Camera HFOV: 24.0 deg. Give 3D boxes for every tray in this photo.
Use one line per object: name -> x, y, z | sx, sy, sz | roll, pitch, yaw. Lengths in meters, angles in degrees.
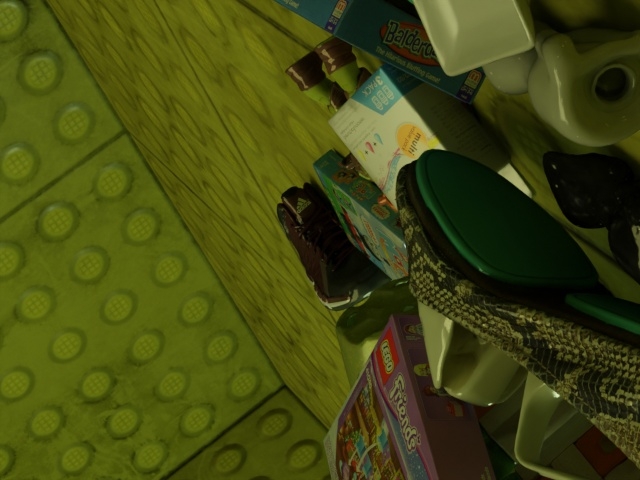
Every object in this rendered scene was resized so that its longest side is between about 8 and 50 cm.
tray -> 0.074, -0.251, 1.049 | 0.270, 0.030, 0.145 | 65, 163, -6

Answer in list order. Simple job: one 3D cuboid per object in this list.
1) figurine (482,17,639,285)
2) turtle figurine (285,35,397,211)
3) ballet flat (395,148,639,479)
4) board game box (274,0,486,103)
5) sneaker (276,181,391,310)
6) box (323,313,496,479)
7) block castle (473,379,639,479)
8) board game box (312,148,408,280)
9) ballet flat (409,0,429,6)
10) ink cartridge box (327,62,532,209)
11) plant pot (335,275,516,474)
figurine -> 0.196, -0.076, 1.103 | 0.215, 0.092, 0.209 | 58, 173, -20
turtle figurine -> 0.052, -0.109, 1.574 | 0.217, 0.087, 0.269 | 54, 166, -5
ballet flat -> 0.181, 0.087, 1.179 | 0.164, 0.182, 0.483 | 7, -161, -33
board game box -> 0.030, -0.198, 1.313 | 0.160, 0.047, 0.210 | 21, -170, -37
sneaker -> 0.000, 0.000, 2.160 | 0.162, 0.106, 0.281 | 59, 169, -15
box -> 0.084, 0.238, 1.298 | 0.201, 0.057, 0.293 | 115, 151, -44
block castle -> 0.247, 0.278, 1.395 | 0.303, 0.213, 0.453 | 47, -176, -31
board game box -> 0.083, -0.008, 1.939 | 0.211, 0.039, 0.160 | 41, 164, 45
ballet flat -> 0.064, -0.237, 1.204 | 0.074, 0.074, 0.203 | 58, 175, -25
ink cartridge box -> 0.104, -0.079, 1.428 | 0.181, 0.061, 0.104 | 52, 139, 5
plant pot -> 0.143, 0.180, 1.782 | 0.254, 0.276, 0.276 | 68, 166, -17
